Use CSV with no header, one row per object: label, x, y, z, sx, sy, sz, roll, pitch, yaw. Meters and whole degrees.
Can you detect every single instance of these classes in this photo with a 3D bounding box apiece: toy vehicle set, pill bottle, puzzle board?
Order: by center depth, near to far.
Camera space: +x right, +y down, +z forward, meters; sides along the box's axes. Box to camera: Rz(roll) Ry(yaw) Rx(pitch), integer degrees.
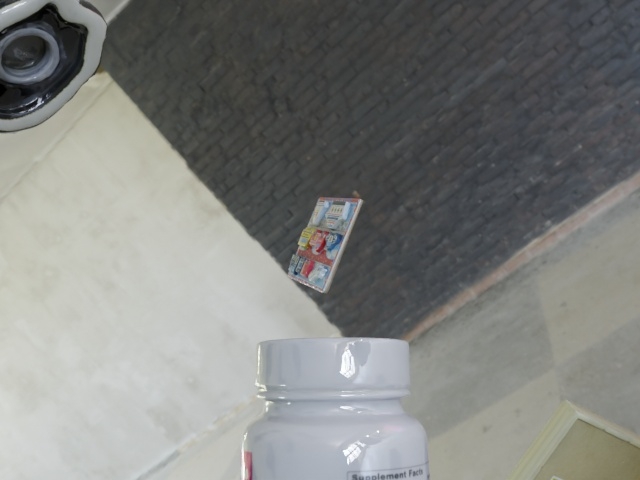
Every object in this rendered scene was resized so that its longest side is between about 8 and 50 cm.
pill bottle,0.012,0.227,0.585,0.160,0.283,0.160,-1,-12,0
puzzle board,0.000,0.000,0.724,0.096,0.011,0.128,-69,19,-3
toy vehicle set,0.332,0.364,0.969,0.267,0.166,0.035,-59,17,10

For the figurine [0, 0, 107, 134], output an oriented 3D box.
figurine,-0.238,-0.175,0.344,0.092,0.209,0.215,-46,-31,-1
